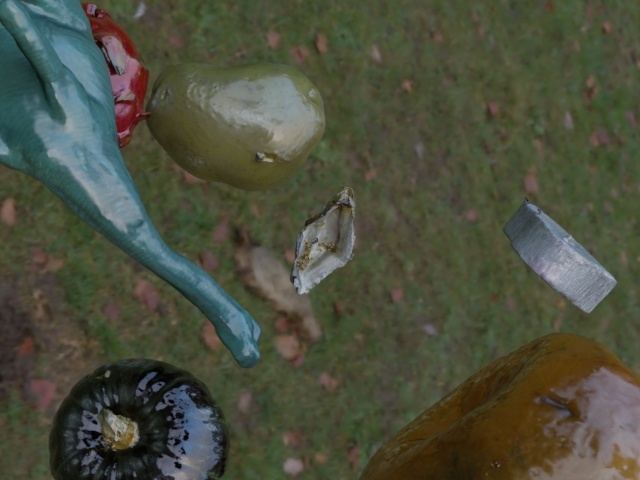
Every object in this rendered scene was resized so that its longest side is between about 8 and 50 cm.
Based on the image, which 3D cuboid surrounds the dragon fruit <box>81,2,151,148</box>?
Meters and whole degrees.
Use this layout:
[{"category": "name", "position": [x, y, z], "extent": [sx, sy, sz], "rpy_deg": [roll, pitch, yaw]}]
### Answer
[{"category": "dragon fruit", "position": [-0.237, -0.168, 1.169], "extent": [0.136, 0.133, 0.166], "rpy_deg": [5, 69, -20]}]

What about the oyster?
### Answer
[{"category": "oyster", "position": [0.002, 0.001, 0.945], "extent": [0.093, 0.034, 0.051], "rpy_deg": [-51, 141, -8]}]

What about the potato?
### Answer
[{"category": "potato", "position": [-0.095, -0.134, 1.271], "extent": [0.194, 0.157, 0.157], "rpy_deg": [19, 59, -21]}]

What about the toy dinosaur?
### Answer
[{"category": "toy dinosaur", "position": [-0.178, -0.106, 0.834], "extent": [0.331, 0.129, 0.383], "rpy_deg": [37, 28, -56]}]

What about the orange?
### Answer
[{"category": "orange", "position": [0.137, 0.191, 0.772], "extent": [0.183, 0.249, 0.249], "rpy_deg": [52, 38, 0]}]

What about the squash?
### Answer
[{"category": "squash", "position": [-0.193, 0.218, 1.223], "extent": [0.156, 0.193, 0.193], "rpy_deg": [139, -62, -81]}]

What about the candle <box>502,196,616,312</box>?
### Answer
[{"category": "candle", "position": [0.332, 0.025, 1.592], "extent": [0.168, 0.068, 0.192], "rpy_deg": [41, 13, -6]}]
